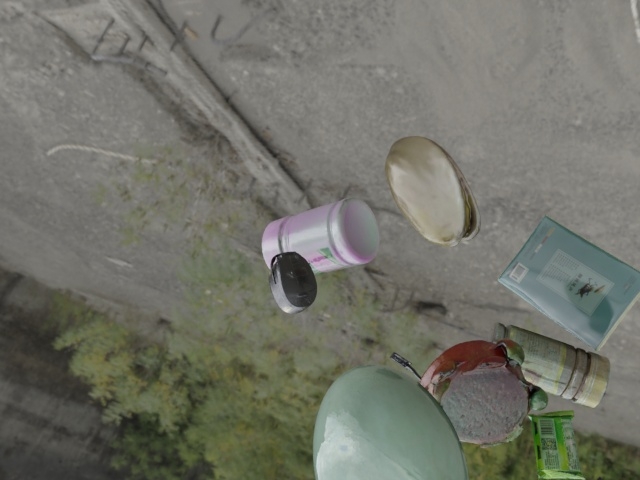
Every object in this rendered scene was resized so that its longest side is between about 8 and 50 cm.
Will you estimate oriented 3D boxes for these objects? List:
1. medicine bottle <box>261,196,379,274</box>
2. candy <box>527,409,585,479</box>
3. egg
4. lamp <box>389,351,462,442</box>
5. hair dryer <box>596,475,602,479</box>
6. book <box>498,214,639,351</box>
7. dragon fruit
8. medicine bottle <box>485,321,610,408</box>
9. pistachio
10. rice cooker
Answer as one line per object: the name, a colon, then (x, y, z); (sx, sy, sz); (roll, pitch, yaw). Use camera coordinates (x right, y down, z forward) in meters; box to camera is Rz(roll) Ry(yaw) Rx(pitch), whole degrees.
medicine bottle: (0.000, 0.000, 2.132); (0.325, 0.212, 0.212); (-15, 143, 37)
candy: (0.516, 0.447, 1.491); (0.102, 0.178, 0.032); (-2, 128, 11)
egg: (0.128, 0.420, 1.249); (0.276, 0.389, 0.276); (-19, 171, -3)
lamp: (0.299, 0.452, 1.953); (0.371, 0.108, 0.130); (35, 179, 42)
hair dryer: (0.587, 0.633, 1.620); (0.078, 0.248, 0.196); (10, 132, 58)
book: (0.754, 0.120, 2.051); (0.379, 0.264, 0.031); (42, -169, 38)
dragon fruit: (0.343, 0.332, 1.488); (0.295, 0.268, 0.130); (7, -163, -12)
medicine bottle: (0.628, 0.347, 1.917); (0.322, 0.151, 0.151); (19, 162, 8)
pistachio: (0.264, -0.120, 1.577); (0.288, 0.166, 0.197); (51, 138, 16)
rice cooker: (-0.076, 0.113, 1.820); (0.112, 0.165, 0.106); (-10, 156, -27)
